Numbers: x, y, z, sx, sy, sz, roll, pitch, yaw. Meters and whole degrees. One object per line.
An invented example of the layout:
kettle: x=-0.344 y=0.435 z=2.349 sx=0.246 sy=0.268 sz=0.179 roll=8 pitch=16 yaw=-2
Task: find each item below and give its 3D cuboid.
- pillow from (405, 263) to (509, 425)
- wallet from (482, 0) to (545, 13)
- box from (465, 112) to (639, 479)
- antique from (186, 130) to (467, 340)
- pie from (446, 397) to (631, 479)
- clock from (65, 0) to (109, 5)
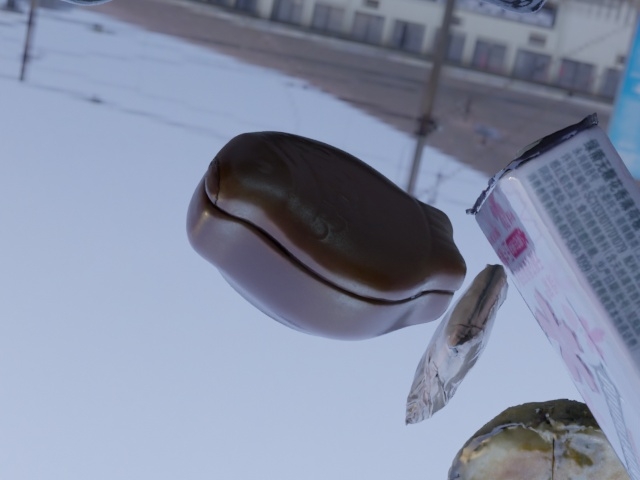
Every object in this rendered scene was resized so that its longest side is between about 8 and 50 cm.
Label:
pillow: x=0.177 y=0.140 z=1.954 sx=0.067 sy=0.270 sz=0.173 roll=29 pitch=-125 yaw=5
wallet: x=0.168 y=-0.417 z=1.959 sx=0.377 sy=0.197 sz=0.051 roll=19 pitch=-128 yaw=-14
box: x=0.256 y=0.087 z=1.206 sx=0.112 sy=0.369 sz=0.190 roll=-30 pitch=171 yaw=-8
antique: x=0.000 y=0.000 z=1.437 sx=0.278 sy=0.129 sz=0.223 roll=16 pitch=-148 yaw=-27
pie: x=0.348 y=0.377 z=2.147 sx=0.339 sy=0.339 sz=0.077 roll=14 pitch=-158 yaw=10
clock: x=-0.209 y=-0.378 z=1.417 sx=0.066 sy=0.319 sz=0.319 roll=25 pitch=-163 yaw=20
